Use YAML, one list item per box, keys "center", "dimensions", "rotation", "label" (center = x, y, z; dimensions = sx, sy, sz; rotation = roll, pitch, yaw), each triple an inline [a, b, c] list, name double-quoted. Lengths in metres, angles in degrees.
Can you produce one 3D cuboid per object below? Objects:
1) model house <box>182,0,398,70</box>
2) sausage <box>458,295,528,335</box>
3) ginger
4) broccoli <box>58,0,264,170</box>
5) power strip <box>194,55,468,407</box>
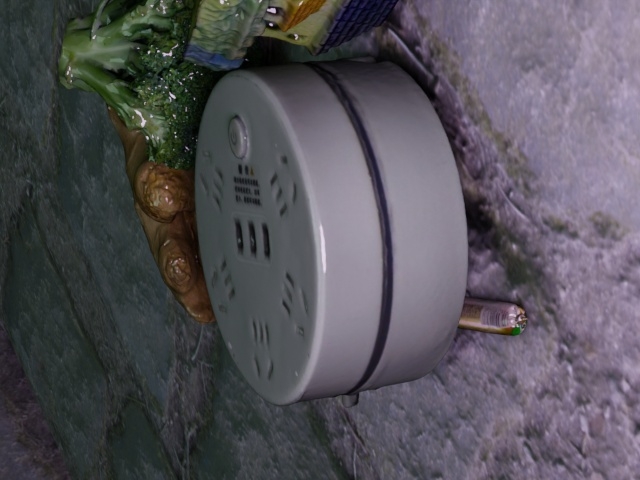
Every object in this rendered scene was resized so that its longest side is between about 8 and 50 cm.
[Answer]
- center: [-0.008, -0.232, 1.414]
  dimensions: [0.194, 0.211, 0.170]
  rotation: [128, 151, -68]
  label: "model house"
- center: [0.129, 0.069, 1.513]
  dimensions: [0.269, 0.033, 0.032]
  rotation: [3, 108, 65]
  label: "sausage"
- center: [-0.204, -0.069, 1.932]
  dimensions: [0.166, 0.236, 0.375]
  rotation: [-44, 81, 24]
  label: "ginger"
- center: [-0.184, -0.214, 1.795]
  dimensions: [0.261, 0.242, 0.269]
  rotation: [88, -171, -75]
  label: "broccoli"
- center: [0.000, 0.000, 1.535]
  dimensions: [0.357, 0.161, 0.357]
  rotation: [172, 90, -66]
  label: "power strip"
